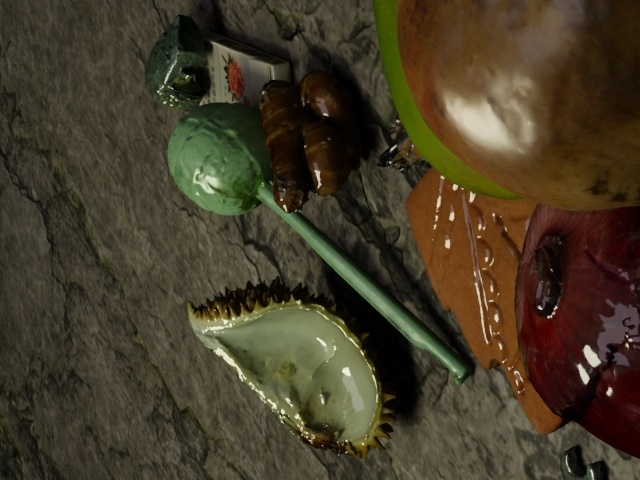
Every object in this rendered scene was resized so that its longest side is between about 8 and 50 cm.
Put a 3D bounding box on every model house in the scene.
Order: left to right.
[{"bbox_3d":[-0.156,-0.203,2.047,0.083,0.066,0.078,-55,41,36],"label":"model house"}]

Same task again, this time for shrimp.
[{"bbox_3d":[0.091,-0.152,1.667,0.152,0.046,0.219,63,147,19],"label":"shrimp"}]

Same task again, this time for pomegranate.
[{"bbox_3d":[0.202,-0.175,1.188,0.322,0.322,0.322,37,134,50],"label":"pomegranate"}]

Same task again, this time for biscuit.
[{"bbox_3d":[0.162,0.020,1.625,0.306,0.043,0.284,33,131,52],"label":"biscuit"}]

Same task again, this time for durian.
[{"bbox_3d":[-0.017,0.121,1.892,0.252,0.139,0.144,47,179,-2],"label":"durian"}]

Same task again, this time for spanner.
[{"bbox_3d":[0.229,0.298,1.673,0.054,0.015,0.254,42,138,43],"label":"spanner"}]

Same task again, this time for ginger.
[{"bbox_3d":[-0.005,-0.102,1.830,0.073,0.103,0.162,45,-148,-52],"label":"ginger"}]

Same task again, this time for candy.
[{"bbox_3d":[0.000,0.000,1.849,0.440,0.119,0.119,41,139,29],"label":"candy"}]

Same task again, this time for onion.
[{"bbox_3d":[0.240,0.041,1.338,0.246,0.190,0.246,-177,90,-70],"label":"onion"}]

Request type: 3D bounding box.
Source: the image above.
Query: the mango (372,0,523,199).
[{"bbox_3d":[0.121,-0.185,1.478,0.192,0.156,0.343,108,151,-57],"label":"mango"}]

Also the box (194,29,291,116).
[{"bbox_3d":[-0.089,-0.167,2.015,0.198,0.029,0.109,29,128,55],"label":"box"}]
